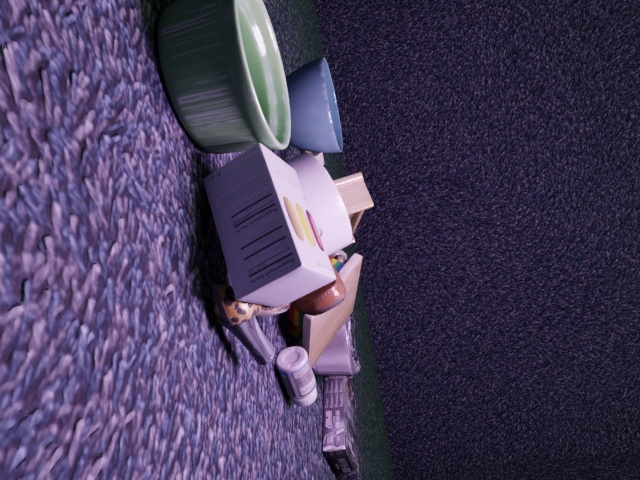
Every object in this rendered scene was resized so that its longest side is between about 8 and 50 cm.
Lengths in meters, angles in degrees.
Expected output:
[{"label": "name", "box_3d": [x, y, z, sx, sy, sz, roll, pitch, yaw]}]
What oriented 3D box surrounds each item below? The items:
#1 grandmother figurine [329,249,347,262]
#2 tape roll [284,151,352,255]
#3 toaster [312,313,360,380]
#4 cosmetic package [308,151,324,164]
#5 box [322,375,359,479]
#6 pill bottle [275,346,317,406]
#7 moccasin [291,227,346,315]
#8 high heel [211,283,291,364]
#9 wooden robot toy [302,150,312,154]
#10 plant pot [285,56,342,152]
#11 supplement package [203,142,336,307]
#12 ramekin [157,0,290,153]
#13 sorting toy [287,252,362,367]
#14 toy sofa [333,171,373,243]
[{"label": "grandmother figurine", "box_3d": [0.067, 0.147, 1.901, 0.343, 0.103, 0.208, -90, -166, -54]}, {"label": "tape roll", "box_3d": [-0.027, -0.092, 1.220, 0.286, 0.100, 0.286, 57, -13, 21]}, {"label": "toaster", "box_3d": [0.040, 0.325, 1.416, 0.129, 0.146, 0.227, 38, 44, -77]}, {"label": "cosmetic package", "box_3d": [-0.039, -0.236, 1.367, 0.115, 0.060, 0.041, -47, 132, -56]}, {"label": "box", "box_3d": [0.071, 0.619, 1.531, 0.308, 0.076, 0.243, -88, 165, -47]}, {"label": "pill bottle", "box_3d": [-0.054, 0.332, 1.079, 0.078, 0.078, 0.137, -82, 161, -59]}, {"label": "moccasin", "box_3d": [-0.042, 0.044, 1.042, 0.380, 0.139, 0.147, -114, 180, -63]}, {"label": "high heel", "box_3d": [-0.134, 0.083, 0.860, 0.261, 0.093, 0.186, -92, 159, -53]}, {"label": "wooden robot toy", "box_3d": [-0.059, -0.372, 1.795, 0.173, 0.076, 0.079, -88, -159, -47]}, {"label": "plant pot", "box_3d": [-0.052, -0.410, 1.415, 0.290, 0.195, 0.291, -9, 90, -80]}, {"label": "supplement package", "box_3d": [-0.092, -0.021, 0.796, 0.139, 0.133, 0.244, 27, 38, -61]}, {"label": "ramekin", "box_3d": [-0.166, -0.306, 0.820, 0.303, 0.148, 0.304, -9, 90, -80]}, {"label": "sorting toy", "box_3d": [0.003, 0.186, 1.231, 0.257, 0.089, 0.256, -47, 154, -39]}, {"label": "toy sofa", "box_3d": [0.050, -0.104, 1.498, 0.363, 0.150, 0.177, 105, -34, -69]}]
